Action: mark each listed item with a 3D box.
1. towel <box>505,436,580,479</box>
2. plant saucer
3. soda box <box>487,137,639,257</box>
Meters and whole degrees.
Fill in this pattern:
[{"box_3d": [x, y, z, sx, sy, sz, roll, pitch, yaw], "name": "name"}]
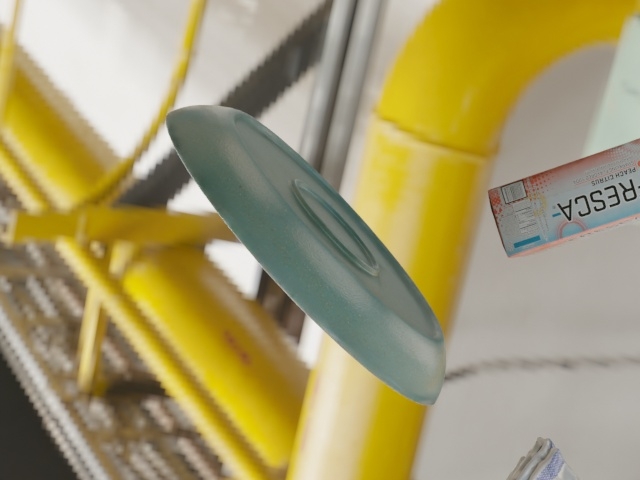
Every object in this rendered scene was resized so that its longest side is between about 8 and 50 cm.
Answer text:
[{"box_3d": [0.227, 0.327, 1.647, 0.285, 0.034, 0.209, 49, -131, -6], "name": "towel"}, {"box_3d": [0.000, 0.000, 1.594, 0.317, 0.043, 0.317, 46, -171, -9], "name": "plant saucer"}, {"box_3d": [0.225, -0.039, 1.519, 0.183, 0.058, 0.063, -18, 174, 24], "name": "soda box"}]
